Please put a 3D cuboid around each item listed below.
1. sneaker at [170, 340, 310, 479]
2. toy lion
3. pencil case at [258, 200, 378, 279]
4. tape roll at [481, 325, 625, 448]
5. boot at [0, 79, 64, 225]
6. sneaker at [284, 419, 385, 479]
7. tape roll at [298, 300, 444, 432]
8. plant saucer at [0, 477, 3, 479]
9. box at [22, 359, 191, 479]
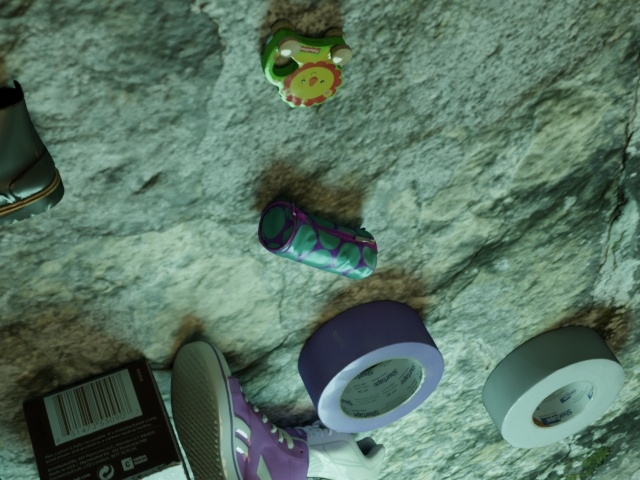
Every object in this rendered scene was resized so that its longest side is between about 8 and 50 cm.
[{"bbox_3d":[-0.098,0.245,1.497,0.161,0.102,0.282,-24,110,-40],"label":"sneaker"},{"bbox_3d":[-0.018,-0.178,1.183,0.100,0.034,0.096,3,139,-32],"label":"toy lion"},{"bbox_3d":[0.000,0.000,1.352,0.152,0.064,0.070,18,138,-41],"label":"pencil case"},{"bbox_3d":[0.371,0.235,1.809,0.219,0.072,0.219,-16,139,-15],"label":"tape roll"},{"bbox_3d":[-0.356,-0.067,1.084,0.198,0.077,0.137,-28,138,-20],"label":"boot"},{"bbox_3d":[-0.024,0.309,1.656,0.292,0.110,0.118,25,92,-37],"label":"sneaker"},{"bbox_3d":[0.069,0.176,1.568,0.189,0.080,0.189,-15,138,-14],"label":"tape roll"},{"bbox_3d":[-0.500,0.412,1.375,0.318,0.044,0.317,-1,95,-16],"label":"plant saucer"},{"bbox_3d":[-0.257,0.293,1.437,0.169,0.167,0.203,-20,140,-10],"label":"box"}]
